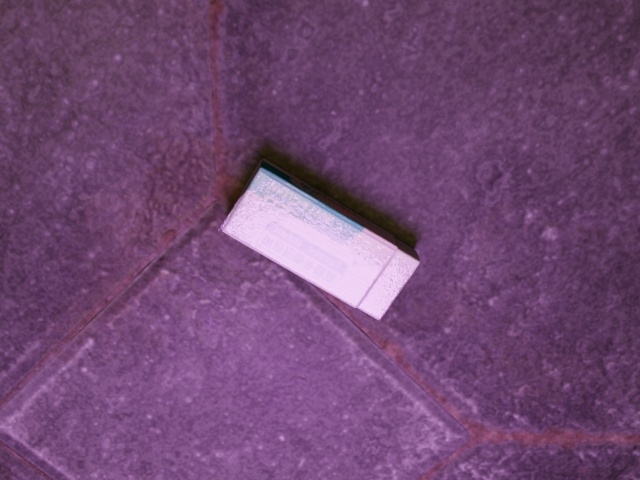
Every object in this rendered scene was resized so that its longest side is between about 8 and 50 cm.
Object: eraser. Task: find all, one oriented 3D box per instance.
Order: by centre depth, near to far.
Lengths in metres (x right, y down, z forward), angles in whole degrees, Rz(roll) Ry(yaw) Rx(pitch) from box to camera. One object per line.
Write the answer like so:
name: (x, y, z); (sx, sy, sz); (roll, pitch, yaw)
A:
eraser: (0.000, 0.000, 0.839); (0.225, 0.052, 0.096); (30, 106, -10)
